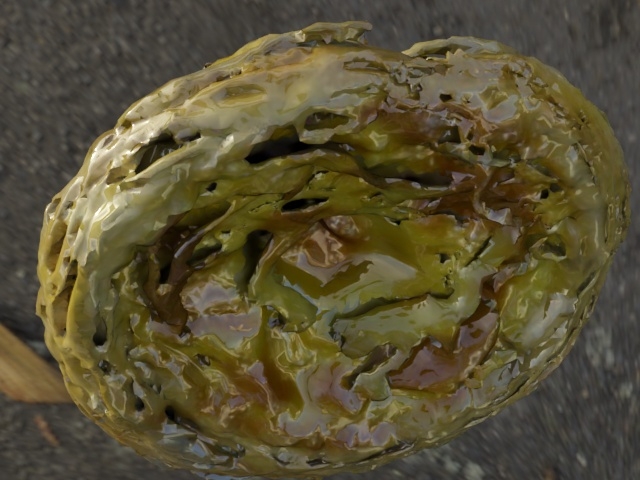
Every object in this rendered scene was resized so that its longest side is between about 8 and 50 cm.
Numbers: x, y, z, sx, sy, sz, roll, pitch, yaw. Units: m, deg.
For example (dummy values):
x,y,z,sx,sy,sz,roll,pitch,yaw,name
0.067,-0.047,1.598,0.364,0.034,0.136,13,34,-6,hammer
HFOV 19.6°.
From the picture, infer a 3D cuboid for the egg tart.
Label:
x,y,z,sx,sy,sz,roll,pitch,yaw,name
0.000,0.000,0.397,0.129,0.129,0.049,-24,42,4,egg tart
